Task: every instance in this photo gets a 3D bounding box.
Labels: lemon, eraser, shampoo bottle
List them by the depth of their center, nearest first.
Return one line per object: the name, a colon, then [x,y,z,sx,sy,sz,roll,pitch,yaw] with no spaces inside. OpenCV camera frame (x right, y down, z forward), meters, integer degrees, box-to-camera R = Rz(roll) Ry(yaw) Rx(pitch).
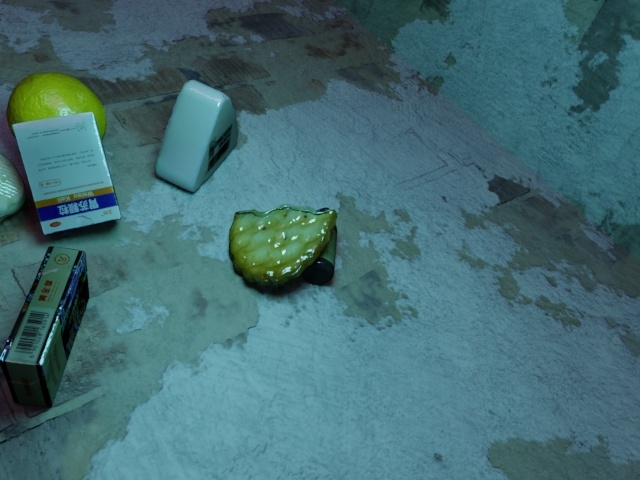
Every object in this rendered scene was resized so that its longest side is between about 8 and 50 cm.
lemon: [-0.786,-0.364,1.624,0.293,0.293,0.293,10,47,-11]
shampoo bottle: [0.000,0.000,1.687,0.101,0.101,0.283,13,46,-8]
eraser: [-0.402,-0.312,1.756,0.150,0.331,0.331,28,46,4]

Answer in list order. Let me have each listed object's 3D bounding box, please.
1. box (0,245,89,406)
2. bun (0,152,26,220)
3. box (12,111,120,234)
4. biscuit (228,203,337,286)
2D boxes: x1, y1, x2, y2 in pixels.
box: [-0.613,0.191,1.230,0.084,0.198,0.310,9,47,-11]
bun: [-0.925,-0.143,1.453,0.239,0.141,0.239,35,36,-30]
box: [-0.681,-0.181,1.475,0.200,0.106,0.299,-15,96,-18]
biscuit: [-0.131,-0.015,1.610,0.335,0.078,0.329,34,68,34]
